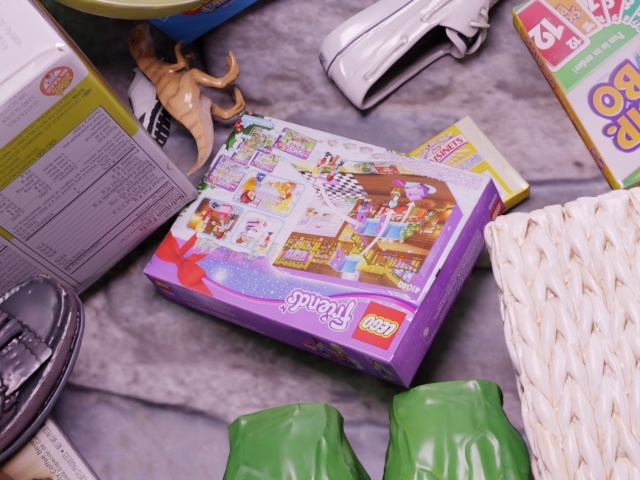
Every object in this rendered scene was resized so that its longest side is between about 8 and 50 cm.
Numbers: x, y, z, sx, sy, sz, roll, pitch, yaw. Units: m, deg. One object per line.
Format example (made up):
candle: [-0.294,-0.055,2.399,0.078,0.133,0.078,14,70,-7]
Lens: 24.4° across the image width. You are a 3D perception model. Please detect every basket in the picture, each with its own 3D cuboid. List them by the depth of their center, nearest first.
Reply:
basket: [0.299,0.151,1.179,0.266,0.328,0.331,-13,64,7]

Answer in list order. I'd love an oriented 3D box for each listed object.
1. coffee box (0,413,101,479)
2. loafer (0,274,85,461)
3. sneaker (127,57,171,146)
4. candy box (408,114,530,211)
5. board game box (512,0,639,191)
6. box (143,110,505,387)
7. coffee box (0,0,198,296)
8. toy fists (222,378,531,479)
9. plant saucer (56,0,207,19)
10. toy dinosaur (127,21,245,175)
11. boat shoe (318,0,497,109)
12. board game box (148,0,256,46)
coffee box: [-0.323,0.294,1.308,0.297,0.119,0.168,-39,65,-11]
loafer: [-0.315,0.146,1.260,0.109,0.095,0.302,30,71,23]
sneaker: [-0.181,-0.139,1.542,0.043,0.040,0.109,-5,59,22]
candy box: [0.093,-0.030,1.452,0.206,0.027,0.105,-33,60,-7]
board game box: [0.304,-0.154,1.480,0.124,0.039,0.259,-24,67,-3]
box: [0.000,0.000,1.395,0.293,0.057,0.201,18,67,33]
coffee box: [-0.380,-0.103,1.362,0.338,0.334,0.338,-41,66,-1]
toy fists: [0.047,0.219,1.308,0.279,0.096,0.142,-8,53,6]
plant saucer: [-0.199,-0.279,1.435,0.241,0.037,0.241,9,39,-8]
toy dinosaur: [-0.128,-0.136,1.495,0.112,0.064,0.211,-20,56,-21]
boat shoe: [0.129,-0.228,1.506,0.267,0.096,0.088,-31,69,-6]
board game box: [-0.086,-0.414,1.572,0.302,0.086,0.308,-29,62,18]
